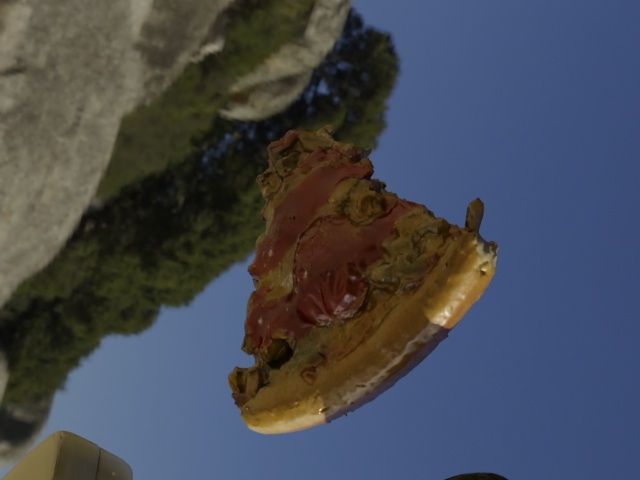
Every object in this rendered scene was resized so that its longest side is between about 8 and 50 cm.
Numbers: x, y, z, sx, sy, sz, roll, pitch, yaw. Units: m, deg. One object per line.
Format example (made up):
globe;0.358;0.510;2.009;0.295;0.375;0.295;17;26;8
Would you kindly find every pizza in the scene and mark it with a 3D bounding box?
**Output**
pizza;0.000;0.000;0.689;0.188;0.062;0.199;-41;-134;21

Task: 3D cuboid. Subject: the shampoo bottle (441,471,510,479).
shampoo bottle;0.116;0.257;0.654;0.104;0.104;0.278;-149;-142;-72

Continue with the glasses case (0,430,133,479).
glasses case;-0.197;0.281;0.787;0.131;0.070;0.313;-42;-150;27
